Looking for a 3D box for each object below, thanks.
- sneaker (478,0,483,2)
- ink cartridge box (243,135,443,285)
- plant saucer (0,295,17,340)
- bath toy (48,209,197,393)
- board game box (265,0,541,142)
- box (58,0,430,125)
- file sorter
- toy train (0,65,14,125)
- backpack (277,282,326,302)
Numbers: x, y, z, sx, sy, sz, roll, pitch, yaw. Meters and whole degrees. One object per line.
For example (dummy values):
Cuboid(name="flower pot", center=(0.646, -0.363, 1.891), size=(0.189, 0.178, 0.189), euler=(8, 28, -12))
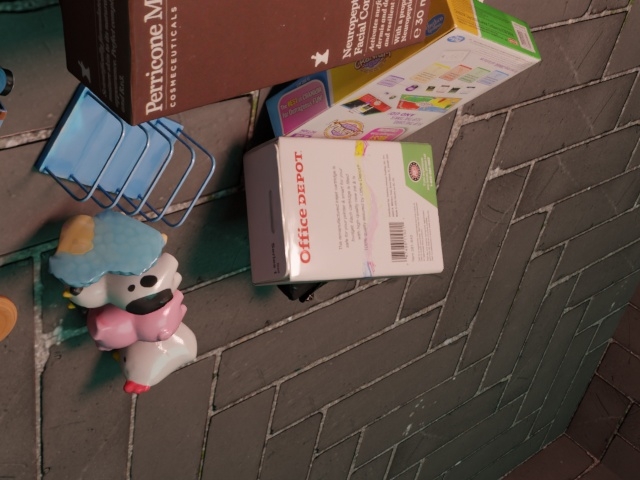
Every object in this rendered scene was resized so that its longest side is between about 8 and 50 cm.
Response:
Cuboid(name="sneaker", center=(0.179, -0.337, 1.332), size=(0.121, 0.111, 0.300), euler=(-42, 144, -6))
Cuboid(name="ink cartridge box", center=(0.034, -0.041, 1.301), size=(0.278, 0.117, 0.201), euler=(-2, 84, -33))
Cuboid(name="plant saucer", center=(-0.429, 0.107, 1.122), size=(0.083, 0.013, 0.083), euler=(-31, 142, -28))
Cuboid(name="bath toy", center=(-0.266, 0.100, 1.201), size=(0.129, 0.151, 0.348), euler=(-58, 160, -28))
Cuboid(name="board game box", center=(0.116, -0.226, 1.242), size=(0.316, 0.064, 0.242), euler=(-27, 163, 35))
Cuboid(name="box", center=(-0.056, -0.268, 0.863), size=(0.381, 0.143, 0.191), euler=(-23, 137, -32))
Cuboid(name="file sorter", center=(-0.232, -0.095, 1.077), size=(0.170, 0.104, 0.118), euler=(17, 109, -55))
Cuboid(name="toy train", center=(-0.394, -0.149, 0.857), size=(0.184, 0.080, 0.105), euler=(1, 127, -51))
Cuboid(name="backpack", center=(0.000, 0.000, 1.435), size=(0.182, 0.115, 0.152), euler=(-35, 158, -18))
